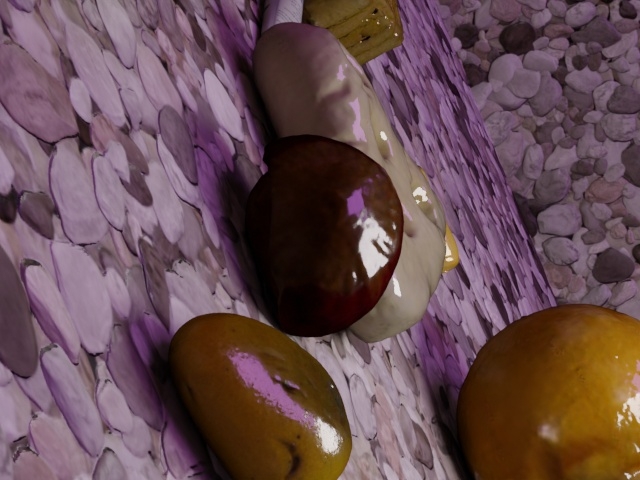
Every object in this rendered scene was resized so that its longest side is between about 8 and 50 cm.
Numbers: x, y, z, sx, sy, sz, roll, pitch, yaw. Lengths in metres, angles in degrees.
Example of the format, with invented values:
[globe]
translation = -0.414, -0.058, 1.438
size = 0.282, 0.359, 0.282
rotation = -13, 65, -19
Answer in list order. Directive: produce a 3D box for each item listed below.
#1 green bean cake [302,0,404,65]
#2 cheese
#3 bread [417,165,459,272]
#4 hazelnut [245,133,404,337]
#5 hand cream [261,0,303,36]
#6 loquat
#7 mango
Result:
[green bean cake]
translation = 0.029, -0.394, 2.123
size = 0.224, 0.131, 0.229
rotation = 34, 36, -66
[cheese]
translation = 0.031, -0.060, 1.632
size = 0.351, 0.130, 0.328
rotation = 56, 20, -27
[bread]
translation = 0.110, -0.021, 1.903
size = 0.173, 0.085, 0.134
rotation = 64, -18, -11
[hazelnut]
translation = -0.003, -0.002, 1.427
size = 0.170, 0.161, 0.201
rotation = 28, 77, -48
[hand cream]
translation = -0.051, -0.271, 1.842
size = 0.080, 0.050, 0.234
rotation = 57, 22, -34
[loquat]
translation = 0.343, 0.245, 1.888
size = 0.328, 0.328, 0.328
rotation = 58, 17, -29
[mango]
translation = -0.048, 0.131, 1.138
size = 0.195, 0.098, 0.137
rotation = 47, 28, -40
